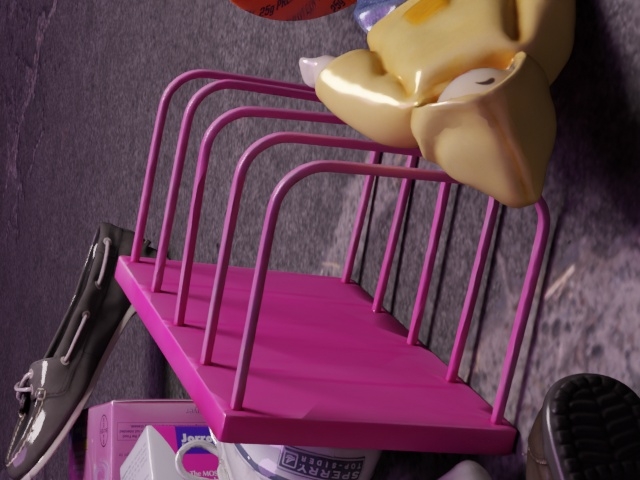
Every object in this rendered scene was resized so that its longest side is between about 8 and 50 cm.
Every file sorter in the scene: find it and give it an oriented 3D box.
[{"bbox_3d":[0.000,0.000,0.921,0.290,0.202,0.182,-138,57,-62],"label":"file sorter"}]

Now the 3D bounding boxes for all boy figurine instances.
[{"bbox_3d":[0.071,-0.121,0.807,0.285,0.177,0.092,-97,-15,-50],"label":"boy figurine"}]

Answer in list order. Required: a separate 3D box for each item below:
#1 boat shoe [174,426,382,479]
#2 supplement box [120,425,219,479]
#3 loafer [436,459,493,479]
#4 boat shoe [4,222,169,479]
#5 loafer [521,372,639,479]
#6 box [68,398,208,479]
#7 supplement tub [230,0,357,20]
[{"bbox_3d":[-0.034,0.155,1.010,0.367,0.135,0.157,-126,49,-72],"label":"boat shoe"},{"bbox_3d":[-0.121,0.300,1.288,0.114,0.111,0.220,123,143,-50],"label":"supplement box"},{"bbox_3d":[0.045,0.262,0.908,0.319,0.112,0.111,-52,35,42],"label":"loafer"},{"bbox_3d":[-0.294,0.124,1.545,0.112,0.095,0.335,-35,23,55],"label":"boat shoe"},{"bbox_3d":[0.154,0.183,0.700,0.078,0.080,0.220,115,156,-61],"label":"loafer"},{"bbox_3d":[-0.205,0.305,1.483,0.213,0.117,0.243,156,114,-65],"label":"box"},{"bbox_3d":[-0.052,-0.336,1.072,0.338,0.207,0.207,-112,33,-45],"label":"supplement tub"}]
